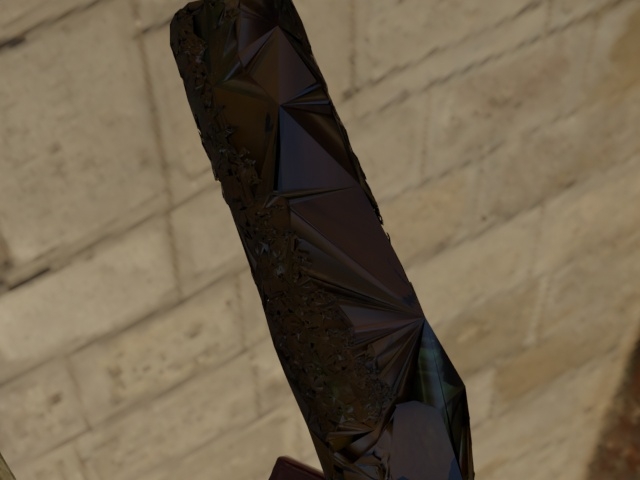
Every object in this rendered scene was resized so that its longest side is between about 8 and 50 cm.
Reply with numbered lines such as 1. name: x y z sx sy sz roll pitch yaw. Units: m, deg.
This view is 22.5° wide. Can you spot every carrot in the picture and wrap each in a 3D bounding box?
1. carrot: -0.001 0.000 0.648 0.069 0.229 0.069 -22 178 -1

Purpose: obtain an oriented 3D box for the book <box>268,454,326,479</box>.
1. book: 0.054 0.208 0.662 0.162 0.231 0.022 -67 164 -4

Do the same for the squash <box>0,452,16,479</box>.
1. squash: -0.238 0.132 1.010 0.049 0.252 0.252 -34 152 -10
